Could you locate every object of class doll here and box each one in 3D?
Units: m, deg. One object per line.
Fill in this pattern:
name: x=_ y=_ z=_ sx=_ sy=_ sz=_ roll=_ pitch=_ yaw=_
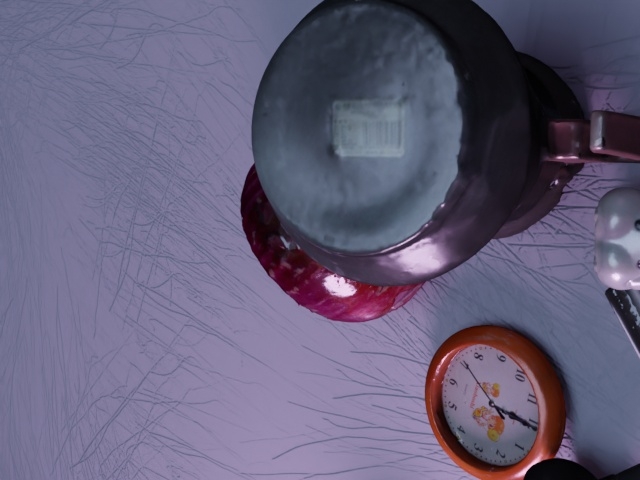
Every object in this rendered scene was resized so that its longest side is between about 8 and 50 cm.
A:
doll: x=0.373 y=0.001 z=0.991 sx=0.180 sy=0.106 sz=0.110 roll=6 pitch=97 yaw=40

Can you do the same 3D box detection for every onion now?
onion: x=0.014 y=-0.013 z=1.265 sx=0.256 sy=0.230 sz=0.272 roll=41 pitch=116 yaw=32

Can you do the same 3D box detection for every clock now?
clock: x=0.222 y=0.210 z=1.218 sx=0.205 sy=0.051 sz=0.205 roll=7 pitch=101 yaw=43

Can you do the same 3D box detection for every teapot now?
teapot: x=0.155 y=-0.113 z=1.018 sx=0.376 sy=0.361 sz=0.306 roll=4 pitch=96 yaw=33

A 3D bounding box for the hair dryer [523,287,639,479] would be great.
hair dryer: x=0.361 y=0.195 z=1.078 sx=0.320 sy=0.155 sz=0.284 roll=-44 pitch=46 yaw=26
